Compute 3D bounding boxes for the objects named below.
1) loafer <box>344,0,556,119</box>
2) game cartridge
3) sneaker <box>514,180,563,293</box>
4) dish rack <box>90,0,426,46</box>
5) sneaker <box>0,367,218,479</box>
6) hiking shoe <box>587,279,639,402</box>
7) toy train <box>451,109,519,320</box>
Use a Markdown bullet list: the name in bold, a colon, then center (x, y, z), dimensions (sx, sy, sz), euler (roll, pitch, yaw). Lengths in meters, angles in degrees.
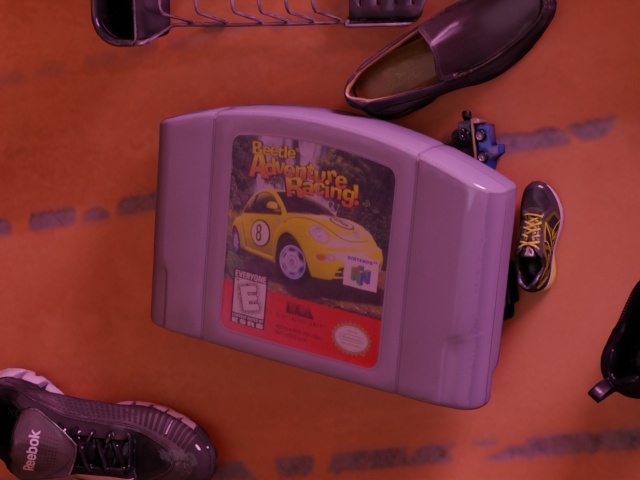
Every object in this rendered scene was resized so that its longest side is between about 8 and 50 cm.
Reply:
- **loafer**: center (0.093, -0.136, 1.180), dimensions (0.170, 0.061, 0.062), euler (-33, 82, 24)
- **game cartridge**: center (0.000, 0.000, 1.225), dimensions (0.294, 0.060, 0.196), euler (13, 104, 28)
- **sneaker**: center (0.157, -0.001, 1.182), dimensions (0.031, 0.035, 0.083), euler (0, 97, 24)
- **dish rack**: center (-0.042, -0.251, 1.221), dimensions (0.272, 0.074, 0.208), euler (2, 98, 24)
- **sneaker**: center (-0.201, 0.166, 1.330), dimensions (0.234, 0.106, 0.078), euler (14, 103, 23)
- **hiking shoe**: center (0.270, 0.027, 1.091), dimensions (0.086, 0.114, 0.227), euler (40, 111, 15)
- **toy train**: center (0.124, -0.018, 1.201), dimensions (0.036, 0.027, 0.158), euler (-6, 94, 22)
